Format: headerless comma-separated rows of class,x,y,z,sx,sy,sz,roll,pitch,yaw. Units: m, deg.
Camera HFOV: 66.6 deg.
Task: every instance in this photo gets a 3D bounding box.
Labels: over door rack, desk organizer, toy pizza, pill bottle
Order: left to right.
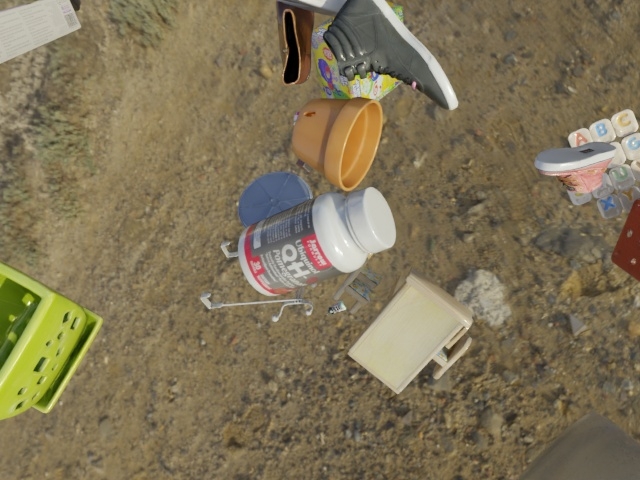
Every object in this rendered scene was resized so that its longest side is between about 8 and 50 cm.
over door rack,-0.167,0.121,1.485,0.324,0.239,0.108,2,133,6
toy pizza,-0.118,-0.093,1.288,0.201,0.032,0.201,-3,65,7
desk organizer,-0.040,-0.345,1.957,0.050,0.047,0.130,25,83,43
pill bottle,-0.008,0.000,1.049,0.318,0.176,0.176,-21,77,30

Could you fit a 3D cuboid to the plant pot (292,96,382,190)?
plant pot,0.044,-0.325,1.547,0.203,0.291,0.291,22,103,20

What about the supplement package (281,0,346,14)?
supplement package,0.009,-0.628,0.987,0.177,0.175,0.293,39,122,49

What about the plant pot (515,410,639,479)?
plant pot,0.197,0.290,0.314,0.191,0.284,0.284,-36,67,5

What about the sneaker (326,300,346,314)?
sneaker,0.053,0.252,1.782,0.069,0.098,0.038,-29,81,-12

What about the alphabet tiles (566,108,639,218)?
alphabet tiles,0.838,-0.211,1.378,0.284,0.021,0.278,-23,97,26

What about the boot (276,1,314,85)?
boot,-0.073,-0.490,1.110,0.096,0.280,0.264,4,107,2

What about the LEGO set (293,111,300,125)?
LEGO set,0.049,-0.427,1.753,0.132,0.287,0.107,26,109,45

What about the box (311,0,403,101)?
box,0.140,-0.643,1.714,0.279,0.290,0.177,-41,57,-18

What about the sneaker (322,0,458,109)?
sneaker,0.125,-0.332,0.937,0.147,0.104,0.296,-42,90,10

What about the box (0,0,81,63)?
box,-0.495,-0.337,0.783,0.063,0.324,0.067,-10,124,9

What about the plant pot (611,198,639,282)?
plant pot,0.907,0.023,1.211,0.235,0.267,0.267,9,111,-2

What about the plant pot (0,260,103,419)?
plant pot,-0.551,0.173,0.871,0.228,0.207,0.227,22,75,16

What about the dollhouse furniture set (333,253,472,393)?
dollhouse furniture set,0.245,0.169,1.284,0.362,0.394,0.256,38,112,4

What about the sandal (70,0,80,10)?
sandal,-0.714,-0.669,1.286,0.097,0.254,0.055,9,87,4

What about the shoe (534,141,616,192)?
shoe,0.448,-0.121,0.869,0.063,0.178,0.081,46,143,48
